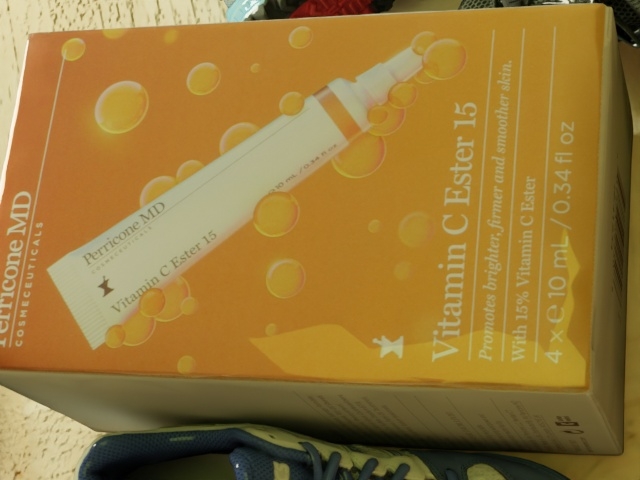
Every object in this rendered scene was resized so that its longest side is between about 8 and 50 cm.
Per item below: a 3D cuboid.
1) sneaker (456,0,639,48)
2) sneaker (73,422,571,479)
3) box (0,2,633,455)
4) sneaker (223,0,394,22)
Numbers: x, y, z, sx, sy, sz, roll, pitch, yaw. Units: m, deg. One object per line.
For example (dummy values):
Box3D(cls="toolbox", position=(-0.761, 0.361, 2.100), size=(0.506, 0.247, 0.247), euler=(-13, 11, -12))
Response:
Box3D(cls="sneaker", position=(0.158, -0.132, 0.785), size=(0.130, 0.087, 0.227), euler=(-51, 30, 4))
Box3D(cls="sneaker", position=(0.002, 0.160, 0.738), size=(0.297, 0.131, 0.111), euler=(-2, 68, 16))
Box3D(cls="box", position=(0.000, 0.000, 0.776), size=(0.345, 0.168, 0.214), euler=(0, 70, 18))
Box3D(cls="sneaker", position=(0.039, -0.231, 0.887), size=(0.262, 0.104, 0.125), euler=(-28, 62, 6))
